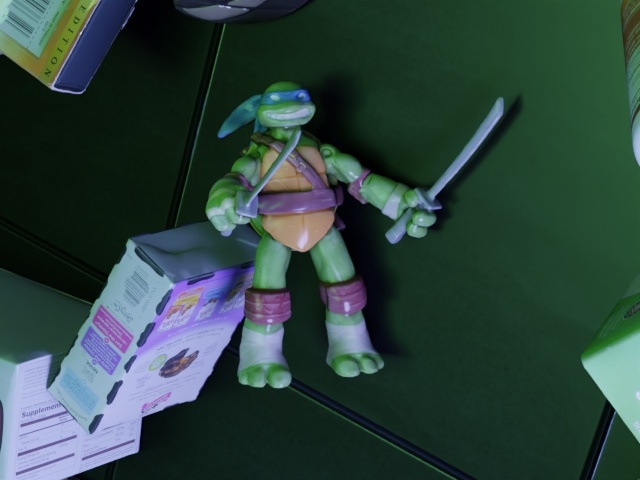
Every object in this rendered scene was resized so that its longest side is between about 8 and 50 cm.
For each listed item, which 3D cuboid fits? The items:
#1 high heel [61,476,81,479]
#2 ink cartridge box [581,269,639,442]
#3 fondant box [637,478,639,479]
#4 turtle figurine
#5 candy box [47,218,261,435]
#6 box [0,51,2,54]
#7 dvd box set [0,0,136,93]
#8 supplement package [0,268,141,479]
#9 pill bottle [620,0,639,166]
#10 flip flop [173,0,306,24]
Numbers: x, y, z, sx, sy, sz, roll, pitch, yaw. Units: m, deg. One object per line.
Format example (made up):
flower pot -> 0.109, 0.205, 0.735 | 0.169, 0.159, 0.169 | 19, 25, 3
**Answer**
high heel -> -0.295, 0.320, 2.014 | 0.261, 0.186, 0.093 | 33, 116, 25
ink cartridge box -> 0.359, 0.036, 1.484 | 0.273, 0.198, 0.115 | -32, 96, 35
fondant box -> 0.266, 0.349, 1.597 | 0.096, 0.238, 0.330 | 23, 111, 29
turtle figurine -> 0.000, 0.000, 1.742 | 0.275, 0.198, 0.266 | 9, 108, 37
candy box -> -0.151, 0.079, 1.880 | 0.070, 0.165, 0.196 | 43, 120, 21
box -> -0.439, -0.237, 2.051 | 0.203, 0.114, 0.103 | 0, 99, 34
dvd box set -> -0.316, -0.378, 1.881 | 0.420, 0.062, 0.307 | 36, 103, 22
supplement package -> -0.340, 0.132, 1.999 | 0.262, 0.204, 0.145 | 18, 109, 32
pill bottle -> 0.296, -0.112, 1.495 | 0.121, 0.121, 0.216 | -33, 40, 35
flip flop -> -0.031, -0.293, 1.771 | 0.277, 0.112, 0.080 | -45, 47, 35
